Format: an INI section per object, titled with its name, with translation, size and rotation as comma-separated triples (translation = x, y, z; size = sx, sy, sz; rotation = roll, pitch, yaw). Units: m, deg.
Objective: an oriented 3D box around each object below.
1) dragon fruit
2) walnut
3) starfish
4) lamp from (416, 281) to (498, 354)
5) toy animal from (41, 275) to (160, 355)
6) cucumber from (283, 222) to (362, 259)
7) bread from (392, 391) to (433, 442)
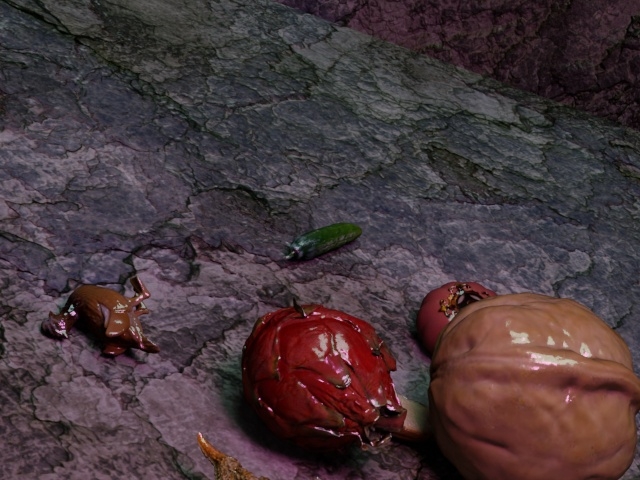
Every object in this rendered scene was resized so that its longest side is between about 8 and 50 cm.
[dragon fruit]
translation = 0.009, 0.219, 1.995
size = 0.298, 0.244, 0.244
rotation = 26, 29, 24
[walnut]
translation = 0.354, 0.262, 2.073
size = 0.381, 0.381, 0.381
rotation = 16, 31, -10
[starfish]
translation = -0.068, 0.383, 1.770
size = 0.301, 0.084, 0.293
rotation = 33, 10, -12
[lamp]
translation = 0.272, 0.164, 2.368
size = 0.181, 0.140, 0.182
rotation = 3, 44, -3
[toy animal]
translation = -0.355, 0.141, 2.054
size = 0.179, 0.089, 0.188
rotation = -28, 55, -32
[cucumber]
translation = 0.000, 0.000, 2.521
size = 0.056, 0.056, 0.250
rotation = 37, 31, 24
[bread]
translation = 0.136, 0.305, 2.140
size = 0.129, 0.044, 0.126
rotation = 21, 23, 3
